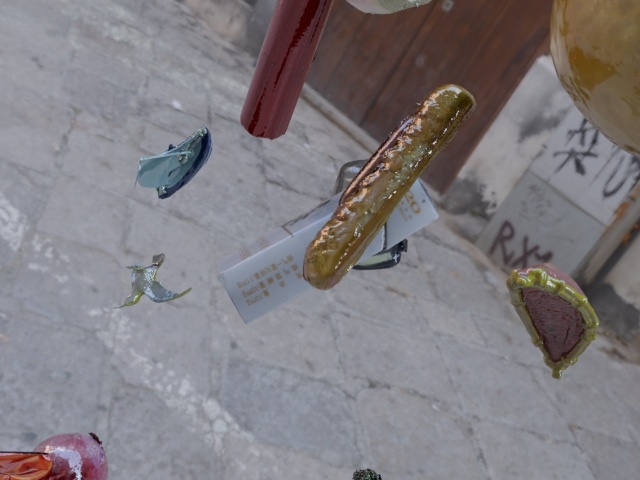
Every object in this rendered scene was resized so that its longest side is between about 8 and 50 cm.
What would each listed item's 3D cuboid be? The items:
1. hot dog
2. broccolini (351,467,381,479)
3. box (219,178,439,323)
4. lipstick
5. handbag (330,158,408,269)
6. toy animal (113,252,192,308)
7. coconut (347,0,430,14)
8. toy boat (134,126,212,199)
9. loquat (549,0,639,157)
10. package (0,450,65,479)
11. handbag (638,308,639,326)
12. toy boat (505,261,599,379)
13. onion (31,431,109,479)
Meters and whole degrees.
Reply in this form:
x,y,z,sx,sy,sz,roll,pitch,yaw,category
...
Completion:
x,y,z,sx,sy,sz,roll,pitch,yaw,category
0.054,-0.049,0.630,0.047,0.215,0.066,37,-5,15,hot dog
0.116,0.318,0.811,0.194,0.052,0.054,21,53,23,broccolini
0.001,0.000,0.819,0.067,0.233,0.149,62,-5,-10,box
-0.040,-0.246,0.934,0.073,0.279,0.073,11,52,-14,lipstick
0.110,-0.057,1.707,0.181,0.181,0.254,-5,39,13,handbag
-0.429,0.096,1.715,0.155,0.095,0.219,-25,27,-37,toy animal
0.091,-0.377,0.968,0.147,0.147,0.153,15,10,-34,coconut
-0.342,-0.193,1.722,0.070,0.210,0.291,40,-1,7,toy boat
0.310,-0.185,0.549,0.276,0.276,0.284,33,30,4,loquat
-0.632,0.393,1.123,0.424,0.123,0.196,3,-8,-5,package
0.636,0.107,1.170,0.225,0.135,0.146,14,-9,-11,handbag
0.372,0.115,1.176,0.141,0.099,0.318,8,-31,33,toy boat
-0.477,0.454,1.351,0.159,0.159,0.195,24,18,-17,onion
